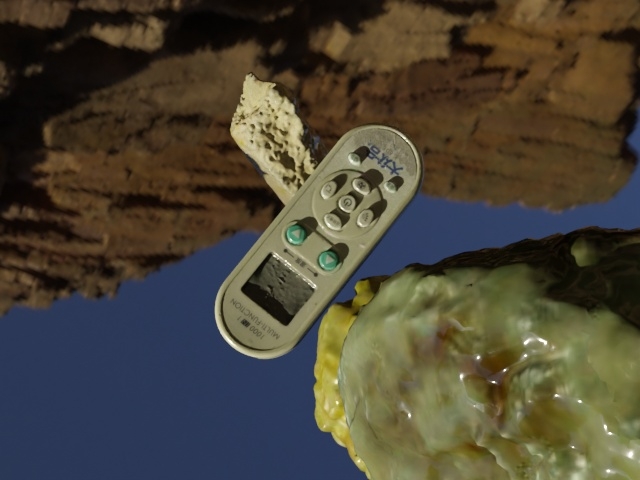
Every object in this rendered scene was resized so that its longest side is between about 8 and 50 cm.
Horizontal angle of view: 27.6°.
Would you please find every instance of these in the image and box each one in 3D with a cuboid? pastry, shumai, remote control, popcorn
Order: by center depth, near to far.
[{"bbox_3d":[0.186,0.194,0.663,0.397,0.324,0.323,22,-129,-15],"label":"shumai"},{"bbox_3d":[0.000,0.000,1.049,0.078,0.042,0.221,38,-95,5],"label":"remote control"},{"bbox_3d":[0.098,0.154,1.433,0.195,0.255,0.256,8,-124,-26],"label":"popcorn"},{"bbox_3d":[-0.020,-0.086,1.559,0.089,0.121,0.258,-46,-61,-11],"label":"pastry"}]
